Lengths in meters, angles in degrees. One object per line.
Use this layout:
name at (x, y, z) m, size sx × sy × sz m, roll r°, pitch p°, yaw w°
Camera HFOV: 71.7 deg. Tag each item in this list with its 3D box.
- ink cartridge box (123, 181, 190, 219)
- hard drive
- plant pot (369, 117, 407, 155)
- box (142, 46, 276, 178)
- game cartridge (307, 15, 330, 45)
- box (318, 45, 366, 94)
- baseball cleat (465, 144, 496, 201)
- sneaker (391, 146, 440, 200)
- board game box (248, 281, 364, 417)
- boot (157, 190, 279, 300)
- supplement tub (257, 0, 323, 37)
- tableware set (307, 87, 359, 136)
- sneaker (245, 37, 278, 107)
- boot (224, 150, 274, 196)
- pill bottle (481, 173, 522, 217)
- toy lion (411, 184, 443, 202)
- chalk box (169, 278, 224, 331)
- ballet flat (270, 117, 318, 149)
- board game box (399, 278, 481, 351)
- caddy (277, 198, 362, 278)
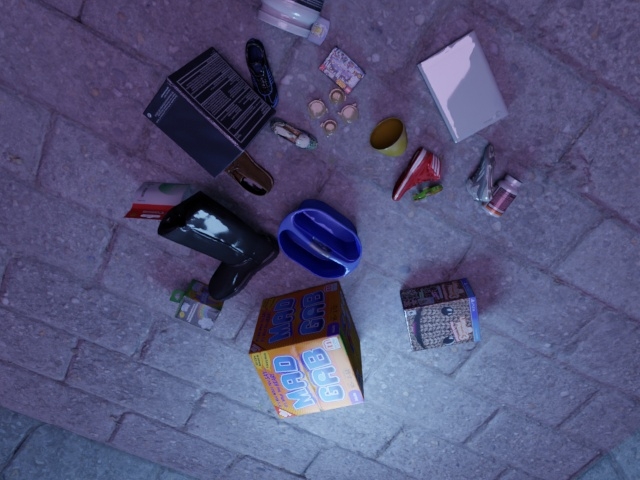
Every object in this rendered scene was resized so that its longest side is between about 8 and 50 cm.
ink cartridge box at (-0.599, -0.148, 1.632) m, size 0.181 × 0.224 × 0.056 m, roll 3°, pitch 118°, yaw 0°
hard drive at (0.488, -0.517, 1.511) m, size 0.203 × 0.040 × 0.307 m, roll -28°, pitch 112°, yaw 15°
plant pot at (0.254, -0.351, 1.566) m, size 0.134 × 0.134 × 0.095 m, roll -36°, pitch 138°, yaw 18°
box at (-0.346, -0.412, 1.433) m, size 0.294 × 0.296 × 0.183 m, roll 43°, pitch 130°, yaw -17°
game cartridge at (-0.003, -0.690, 1.456) m, size 0.056 × 0.017 × 0.083 m, roll 20°, pitch 116°, yaw -12°
box at (0.073, -0.574, 1.499) m, size 0.137 × 0.027 × 0.094 m, roll 37°, pitch 107°, yaw -15°
baseball cleat at (0.587, -0.246, 1.626) m, size 0.110 × 0.072 × 0.205 m, roll 5°, pitch 97°, yaw 40°
sneaker at (0.366, -0.221, 1.638) m, size 0.128 × 0.087 × 0.221 m, roll 26°, pitch 116°, yaw -8°
board game box at (-0.041, 0.446, 1.837) m, size 0.357 × 0.356 × 0.356 m, roll -15°, pitch 116°, yaw 10°
boot at (-0.414, 0.043, 1.645) m, size 0.367 × 0.146 × 0.445 m, roll -43°, pitch 146°, yaw 10°
supplement tub at (-0.070, -0.774, 1.318) m, size 0.191 × 0.191 × 0.272 m, roll 19°, pitch 115°, yaw -7°
tableware set at (0.045, -0.457, 1.569) m, size 0.169 × 0.020 × 0.141 m, roll -29°, pitch 113°, yaw 14°
sneaker at (-0.202, -0.554, 1.488) m, size 0.082 × 0.090 × 0.232 m, roll -13°, pitch 115°, yaw 8°
boot at (-0.308, -0.271, 1.623) m, size 0.305 × 0.115 × 0.112 m, roll 35°, pitch 115°, yaw -13°
pill bottle at (0.678, -0.168, 1.653) m, size 0.086 × 0.086 × 0.152 m, roll 26°, pitch 115°, yaw -10°
toy lion at (0.408, -0.180, 1.668) m, size 0.100 × 0.096 × 0.034 m, roll -33°, pitch 74°, yaw 52°
chalk box at (-0.531, 0.267, 1.893) m, size 0.213 × 0.132 × 0.132 m, roll 27°, pitch 116°, yaw -10°
ballet flat at (-0.098, -0.373, 1.591) m, size 0.189 × 0.070 × 0.070 m, roll 24°, pitch 115°, yaw -10°
board game box at (0.503, 0.317, 1.873) m, size 0.291 × 0.141 × 0.231 m, roll -13°, pitch 116°, yaw 9°
caddy at (0.000, 0.000, 1.712) m, size 0.341 × 0.179 × 0.241 m, roll 34°, pitch 114°, yaw -14°
